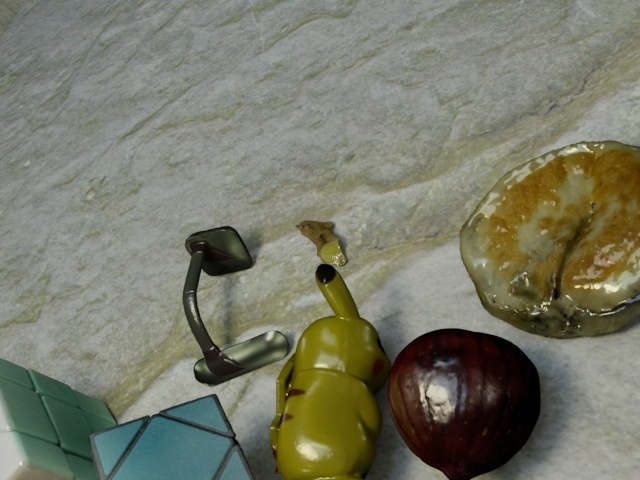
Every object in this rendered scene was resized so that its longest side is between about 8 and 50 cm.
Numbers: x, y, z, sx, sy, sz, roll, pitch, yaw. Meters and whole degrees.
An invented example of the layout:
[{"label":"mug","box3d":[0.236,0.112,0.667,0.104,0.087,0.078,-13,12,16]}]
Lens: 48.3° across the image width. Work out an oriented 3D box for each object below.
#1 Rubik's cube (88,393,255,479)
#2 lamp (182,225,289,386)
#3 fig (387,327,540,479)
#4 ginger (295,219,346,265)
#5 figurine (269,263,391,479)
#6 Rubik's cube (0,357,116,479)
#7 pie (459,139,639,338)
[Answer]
[{"label":"Rubik's cube","box3d":[-0.213,0.392,1.064,0.205,0.207,0.205,-13,41,-22]},{"label":"lamp","box3d":[-0.161,0.105,1.334,0.203,0.124,0.283,-14,56,17]},{"label":"fig","box3d":[0.183,0.239,0.929,0.203,0.186,0.250,-3,46,15]},{"label":"ginger","box3d":[0.005,-0.003,1.334,0.057,0.044,0.137,-58,41,16]},{"label":"figurine","box3d":[0.014,0.234,1.089,0.169,0.218,0.327,15,56,-1]},{"label":"Rubik's cube","box3d":[-0.532,0.442,1.243,0.319,0.316,0.322,-49,46,-2]},{"label":"pie","box3d":[0.368,-0.007,1.045,0.339,0.077,0.339,-22,50,28]}]
